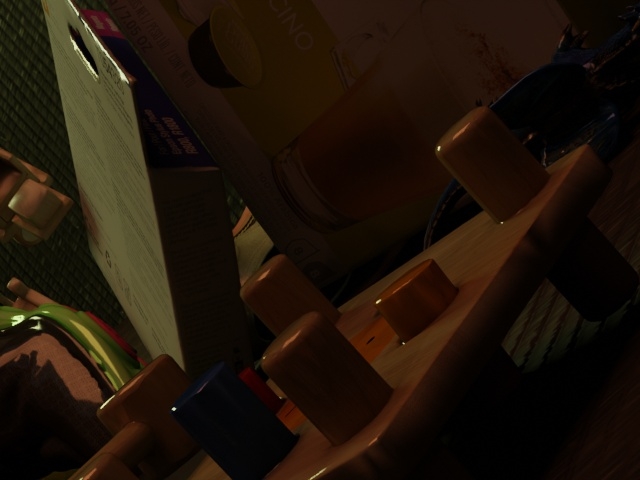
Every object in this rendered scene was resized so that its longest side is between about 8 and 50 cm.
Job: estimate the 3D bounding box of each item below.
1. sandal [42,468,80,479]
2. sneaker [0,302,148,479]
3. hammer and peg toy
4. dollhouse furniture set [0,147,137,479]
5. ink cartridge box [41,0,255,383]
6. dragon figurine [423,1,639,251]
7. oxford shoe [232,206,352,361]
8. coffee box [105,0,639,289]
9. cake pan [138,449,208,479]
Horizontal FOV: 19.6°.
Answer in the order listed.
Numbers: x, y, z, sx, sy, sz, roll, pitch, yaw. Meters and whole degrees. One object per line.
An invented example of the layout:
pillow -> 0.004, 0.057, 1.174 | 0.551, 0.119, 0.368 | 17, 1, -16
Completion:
sandal -> -0.330, 0.288, 1.805 | 0.317, 0.126, 0.138 | -42, -11, -35
sneaker -> -0.278, 0.150, 1.501 | 0.482, 0.185, 0.202 | 10, 60, 40
hammer and peg toy -> -0.017, 0.102, 0.968 | 0.361, 0.127, 0.266 | -36, 10, 44
dollhouse furniture set -> -0.241, 0.119, 1.720 | 0.303, 0.355, 0.174 | -56, -34, -12
ink cartridge box -> -0.148, -0.058, 1.548 | 0.071, 0.330, 0.324 | -16, 34, -15
dragon figurine -> 0.169, -0.087, 1.359 | 0.289, 0.085, 0.144 | -40, 5, 5
oxford shoe -> 0.000, 0.000, 1.794 | 0.146, 0.140, 0.397 | -7, 32, 42
coffee box -> 0.073, -0.224, 1.626 | 0.334, 0.338, 0.338 | -31, 10, 27
cake pan -> -0.125, 0.214, 1.210 | 0.293, 0.054, 0.293 | -41, 5, 4
